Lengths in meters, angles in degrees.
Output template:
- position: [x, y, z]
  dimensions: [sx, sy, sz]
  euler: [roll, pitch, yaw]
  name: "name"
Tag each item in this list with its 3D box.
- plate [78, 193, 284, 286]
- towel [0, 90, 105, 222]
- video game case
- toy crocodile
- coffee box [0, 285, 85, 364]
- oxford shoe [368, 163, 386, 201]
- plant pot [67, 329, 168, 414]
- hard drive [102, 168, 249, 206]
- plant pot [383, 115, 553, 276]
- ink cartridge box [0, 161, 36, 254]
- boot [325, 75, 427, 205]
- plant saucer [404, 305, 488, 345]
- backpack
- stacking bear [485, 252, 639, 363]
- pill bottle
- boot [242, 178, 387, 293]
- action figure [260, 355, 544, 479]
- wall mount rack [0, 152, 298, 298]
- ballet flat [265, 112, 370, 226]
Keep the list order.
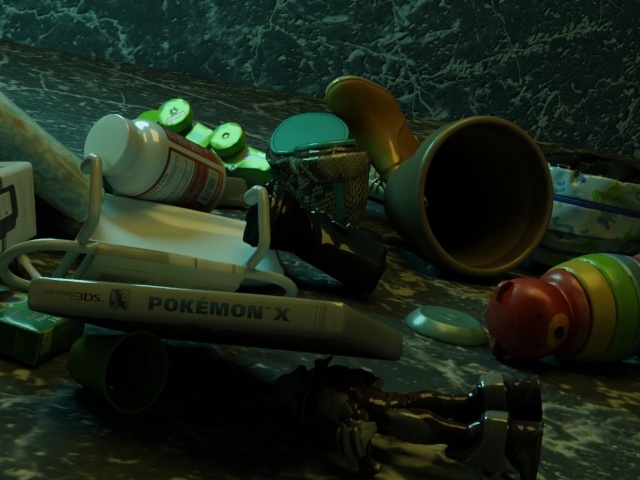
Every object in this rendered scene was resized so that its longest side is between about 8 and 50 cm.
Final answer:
- position: [-0.197, 0.005, 1.858]
  dimensions: [0.278, 0.045, 0.277]
  euler: [11, 13, -9]
  name: "plate"
- position: [-0.463, -0.169, 1.867]
  dimensions: [0.320, 0.090, 0.374]
  euler: [38, -4, -20]
  name: "towel"
- position: [-0.089, 0.082, 1.326]
  dimensions: [0.299, 0.036, 0.329]
  euler: [4, -7, 13]
  name: "video game case"
- position: [-0.214, -0.165, 2.425]
  dimensions: [0.340, 0.105, 0.115]
  euler: [25, -23, 28]
  name: "toy crocodile"
- position: [-0.356, 0.079, 1.403]
  dimensions: [0.184, 0.040, 0.113]
  euler: [15, 12, 11]
  name: "coffee box"
- position: [0.105, -0.151, 2.605]
  dimensions: [0.396, 0.141, 0.146]
  euler: [11, 20, 2]
  name: "oxford shoe"
- position: [-0.208, 0.124, 1.305]
  dimensions: [0.079, 0.083, 0.083]
  euler: [9, 8, 41]
  name: "plant pot"
- position: [-0.261, -0.109, 2.244]
  dimensions: [0.254, 0.054, 0.172]
  euler: [4, 16, -33]
  name: "hard drive"
- position: [0.222, -0.073, 2.213]
  dimensions: [0.263, 0.263, 0.229]
  euler: [7, -2, -25]
  name: "plant pot"
- position: [-0.451, -0.032, 1.543]
  dimensions: [0.172, 0.100, 0.237]
  euler: [-1, 9, 4]
  name: "ink cartridge box"
- position: [0.128, -0.156, 2.400]
  dimensions: [0.295, 0.104, 0.211]
  euler: [38, 28, -39]
  name: "boot"
- position: [0.176, 0.114, 1.814]
  dimensions: [0.119, 0.021, 0.119]
  euler: [13, 14, -3]
  name: "plant saucer"
- position: [0.484, -0.053, 2.383]
  dimensions: [0.290, 0.273, 0.355]
  euler: [20, -7, 19]
  name: "backpack"
- position: [0.355, 0.098, 1.788]
  dimensions: [0.289, 0.175, 0.164]
  euler: [-4, 22, -30]
  name: "stacking bear"
- position: [-0.253, -0.114, 2.012]
  dimensions: [0.121, 0.121, 0.216]
  euler: [24, -1, 40]
  name: "pill bottle"
- position: [0.000, 0.000, 1.836]
  dimensions: [0.207, 0.094, 0.246]
  euler: [28, 4, -7]
  name: "boot"
- position: [0.078, 0.176, 1.316]
  dimensions: [0.285, 0.099, 0.185]
  euler: [8, 20, 7]
  name: "action figure"
- position: [-0.214, 0.023, 1.540]
  dimensions: [0.350, 0.131, 0.304]
  euler: [10, -31, -25]
  name: "wall mount rack"
- position: [-0.003, -0.102, 2.211]
  dimensions: [0.164, 0.182, 0.483]
  euler: [-7, 12, -5]
  name: "ballet flat"
